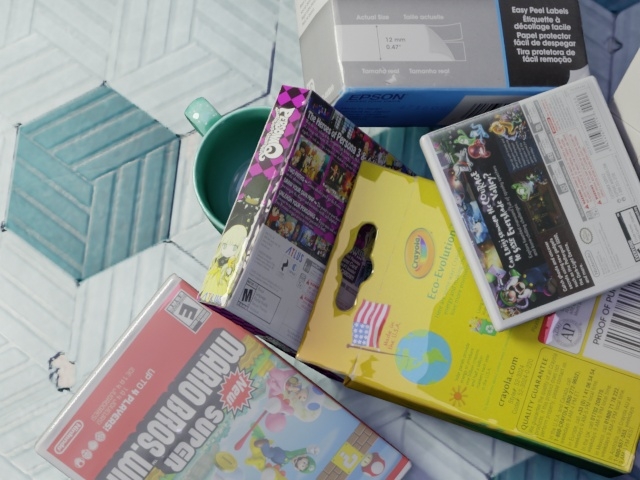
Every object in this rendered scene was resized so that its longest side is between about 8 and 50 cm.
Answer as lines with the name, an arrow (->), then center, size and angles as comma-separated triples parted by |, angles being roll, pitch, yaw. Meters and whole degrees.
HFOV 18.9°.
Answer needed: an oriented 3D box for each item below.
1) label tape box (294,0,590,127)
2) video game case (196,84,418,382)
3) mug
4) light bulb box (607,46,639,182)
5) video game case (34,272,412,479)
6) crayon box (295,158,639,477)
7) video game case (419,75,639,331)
label tape box -> 0.102, -0.284, 1.818 | 0.249, 0.115, 0.348 | -2, 76, -18
video game case -> 0.000, 0.000, 1.746 | 0.042, 0.232, 0.210 | 14, 78, 36
mug -> -0.053, -0.066, 1.834 | 0.129, 0.097, 0.158 | -11, 74, 5
light bulb box -> 0.479, -0.144, 1.619 | 0.361, 0.358, 0.225 | -20, 74, -10
video game case -> -0.087, 0.195, 1.745 | 0.285, 0.025, 0.204 | 39, 88, -11
crayon box -> 0.155, 0.071, 1.753 | 0.318, 0.081, 0.202 | 20, 79, -1
video game case -> 0.203, -0.034, 1.724 | 0.173, 0.022, 0.190 | -20, 81, -9
